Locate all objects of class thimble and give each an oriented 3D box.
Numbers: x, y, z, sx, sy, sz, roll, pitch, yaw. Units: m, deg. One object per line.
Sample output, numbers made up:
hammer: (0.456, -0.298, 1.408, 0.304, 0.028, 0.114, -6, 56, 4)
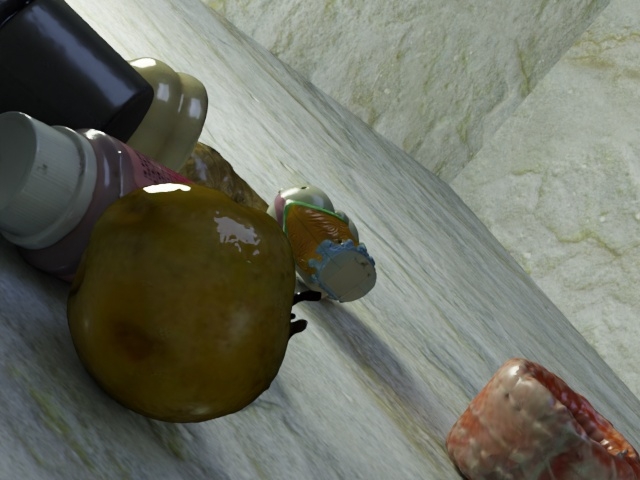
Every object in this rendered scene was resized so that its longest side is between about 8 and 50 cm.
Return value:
thimble: (0.282, 0.266, 1.968, 0.239, 0.162, 0.239, 40, 10, -8)

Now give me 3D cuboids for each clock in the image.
clock: (0.000, 0.000, 2.170, 0.144, 0.103, 0.231, 51, 1, 31)

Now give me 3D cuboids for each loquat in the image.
loquat: (-0.111, 0.057, 1.327, 0.213, 0.213, 0.213, 39, 10, -9)

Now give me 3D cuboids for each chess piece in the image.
chess piece: (-0.296, -0.182, 1.842, 0.300, 0.167, 0.167, 27, 16, -29)

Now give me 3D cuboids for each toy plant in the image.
toy plant: (-0.371, -0.216, 1.592, 0.400, 0.185, 0.279, 39, 44, 3)

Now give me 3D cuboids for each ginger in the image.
ginger: (-0.156, -0.084, 2.098, 0.148, 0.081, 0.334, 29, 0, 39)

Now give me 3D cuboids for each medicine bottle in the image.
medicine bottle: (-0.212, -0.027, 1.464, 0.247, 0.147, 0.147, 30, 15, -47)
